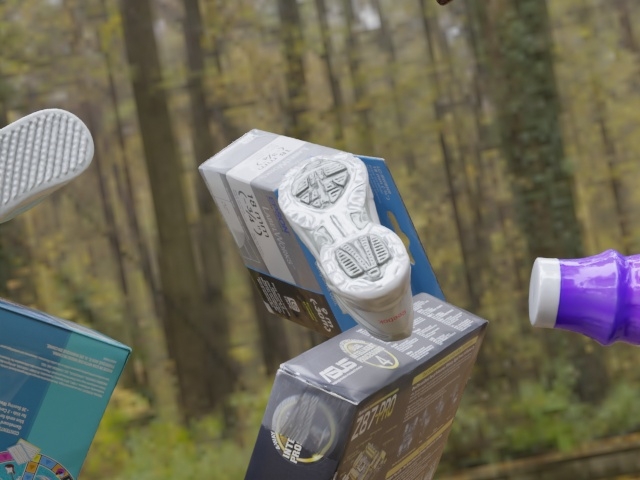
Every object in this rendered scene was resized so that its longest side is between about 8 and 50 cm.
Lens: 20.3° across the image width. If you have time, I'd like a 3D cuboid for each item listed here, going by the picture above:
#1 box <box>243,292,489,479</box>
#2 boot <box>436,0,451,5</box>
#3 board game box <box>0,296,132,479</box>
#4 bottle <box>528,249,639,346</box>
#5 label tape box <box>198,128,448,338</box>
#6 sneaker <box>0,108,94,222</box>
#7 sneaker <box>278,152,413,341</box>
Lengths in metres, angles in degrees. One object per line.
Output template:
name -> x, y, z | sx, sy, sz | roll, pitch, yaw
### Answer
box -> 0.027, 0.242, 1.791 | 0.097, 0.318, 0.395 | 25, 18, 17
boot -> 0.164, -0.335, 2.056 | 0.037, 0.106, 0.114 | 8, -16, -30
board game box -> -0.334, 0.205, 1.503 | 0.079, 0.336, 0.254 | 21, -3, 44
bottle -> 0.342, 0.060, 1.689 | 0.282, 0.092, 0.118 | 4, -6, -2
label tape box -> 0.000, 0.000, 2.277 | 0.106, 0.241, 0.333 | -34, 24, -20
sneaker -> -0.453, -0.055, 2.234 | 0.366, 0.135, 0.150 | -19, -11, -44
sneaker -> 0.026, 0.012, 1.649 | 0.090, 0.232, 0.115 | -20, -49, -2
